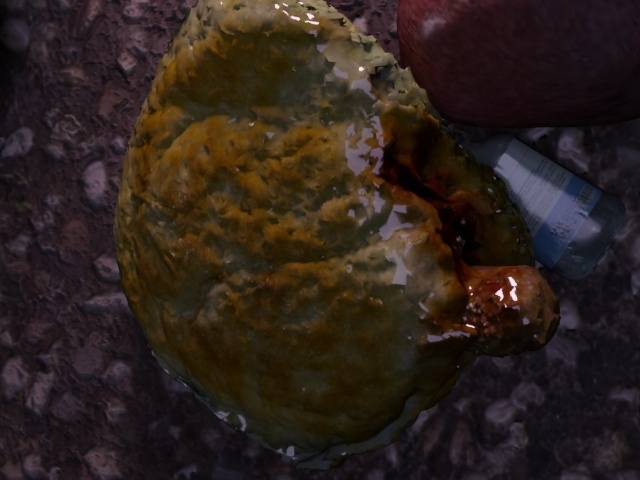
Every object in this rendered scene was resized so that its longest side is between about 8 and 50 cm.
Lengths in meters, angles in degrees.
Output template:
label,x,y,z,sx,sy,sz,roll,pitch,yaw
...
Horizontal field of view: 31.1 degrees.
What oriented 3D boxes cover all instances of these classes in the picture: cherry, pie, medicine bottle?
label,x,y,z,sx,sy,sz,roll,pitch,yaw
cherry,0.195,-0.199,0.955,0.307,0.261,0.221,-27,55,36
pie,-0.022,-0.011,1.039,0.418,0.180,0.395,50,127,3
medicine bottle,0.177,-0.048,1.074,0.208,0.054,0.090,32,103,5
